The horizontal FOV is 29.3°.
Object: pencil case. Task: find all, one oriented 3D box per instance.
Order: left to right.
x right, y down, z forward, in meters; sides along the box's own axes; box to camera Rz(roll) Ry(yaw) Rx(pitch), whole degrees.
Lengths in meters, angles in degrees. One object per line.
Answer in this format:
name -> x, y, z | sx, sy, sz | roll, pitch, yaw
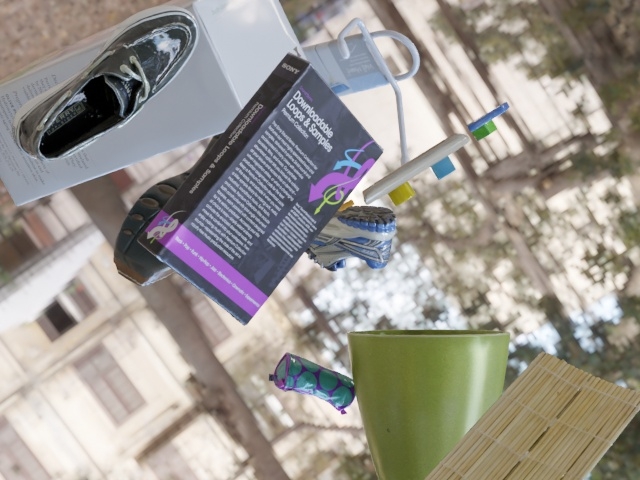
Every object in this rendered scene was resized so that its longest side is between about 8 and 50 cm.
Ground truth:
pencil case -> -0.011, 0.251, 2.155 | 0.064, 0.152, 0.070 | -27, -133, 53

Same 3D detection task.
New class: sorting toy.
sorting toy -> 0.148, -0.101, 1.883 | 0.348, 0.047, 0.196 | -32, -178, 4

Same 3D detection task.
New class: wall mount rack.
wall mount rack -> 0.041, -0.263, 2.354 | 0.350, 0.304, 0.130 | -8, -146, 39

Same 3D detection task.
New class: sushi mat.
sushi mat -> 0.238, 0.251, 1.427 | 0.151, 0.019, 0.316 | 25, -131, 32

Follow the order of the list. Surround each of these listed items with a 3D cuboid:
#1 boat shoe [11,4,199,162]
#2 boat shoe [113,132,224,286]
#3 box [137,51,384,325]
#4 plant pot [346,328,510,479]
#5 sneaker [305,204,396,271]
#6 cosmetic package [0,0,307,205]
boat shoe -> -0.197, -0.149, 1.195 | 0.219, 0.077, 0.070 | -42, -147, -14
boat shoe -> -0.162, -0.035, 1.701 | 0.324, 0.123, 0.120 | -45, 162, -39
box -> -0.037, -0.032, 0.834 | 0.162, 0.116, 0.029 | -50, -130, -5
plant pot -> 0.182, 0.299, 2.051 | 0.275, 0.293, 0.275 | 0, 177, 0
sneaker -> 0.000, 0.000, 1.063 | 0.135, 0.058, 0.052 | 8, -158, 26
cosmetic package -> -0.223, -0.186, 1.491 | 0.366, 0.155, 0.197 | -18, -163, 28
